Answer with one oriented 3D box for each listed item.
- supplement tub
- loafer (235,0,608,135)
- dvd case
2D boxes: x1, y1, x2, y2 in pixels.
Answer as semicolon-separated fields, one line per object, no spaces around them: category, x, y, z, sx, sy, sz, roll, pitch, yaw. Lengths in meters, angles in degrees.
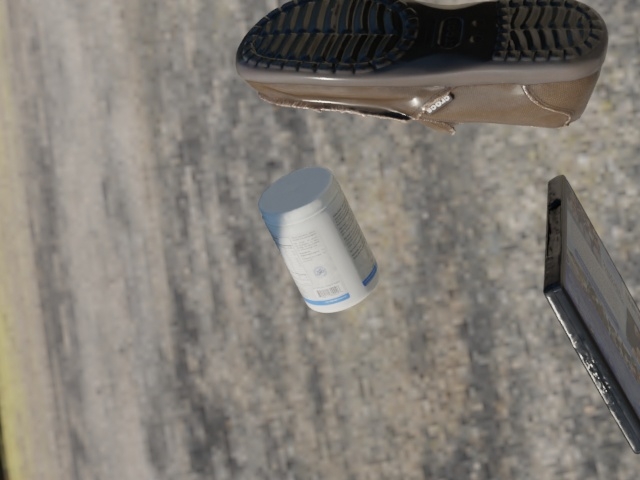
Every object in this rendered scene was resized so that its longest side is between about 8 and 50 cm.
supplement tub;0.000;0.000;1.268;0.107;0.071;0.071;65;172;-28
loafer;0.093;-0.152;1.471;0.130;0.366;0.134;76;-153;-44
dvd case;0.257;0.061;1.416;0.180;0.022;0.253;58;-159;-17
